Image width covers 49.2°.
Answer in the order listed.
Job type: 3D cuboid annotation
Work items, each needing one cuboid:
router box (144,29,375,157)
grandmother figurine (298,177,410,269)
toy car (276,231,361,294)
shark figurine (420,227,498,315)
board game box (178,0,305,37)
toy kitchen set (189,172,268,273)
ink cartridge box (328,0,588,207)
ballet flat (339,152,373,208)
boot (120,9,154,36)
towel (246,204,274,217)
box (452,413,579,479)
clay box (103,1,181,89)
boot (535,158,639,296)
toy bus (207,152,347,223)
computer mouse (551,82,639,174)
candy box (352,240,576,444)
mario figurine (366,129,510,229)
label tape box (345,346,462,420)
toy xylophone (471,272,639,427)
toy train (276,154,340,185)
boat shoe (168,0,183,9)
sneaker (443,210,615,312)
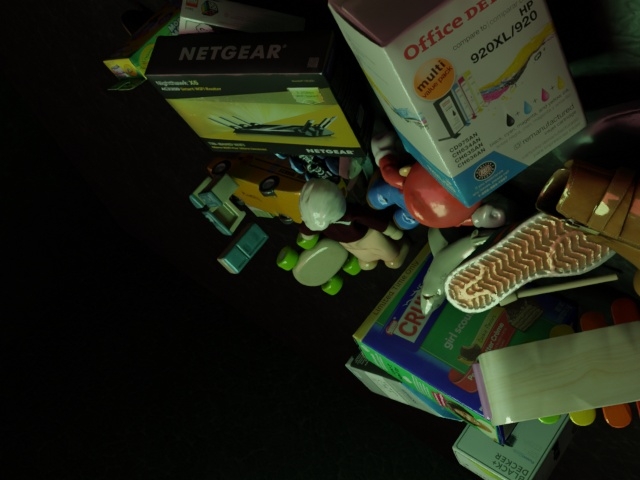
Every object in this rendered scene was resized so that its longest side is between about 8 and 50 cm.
[{"bbox_3d":[-0.091,-0.233,1.147,0.309,0.081,0.243,5,159,23],"label":"router box"},{"bbox_3d":[0.052,-0.029,1.357,0.208,0.104,0.342,-13,156,20],"label":"grandmother figurine"},{"bbox_3d":[0.000,0.000,1.594,0.155,0.188,0.149,30,123,-23],"label":"toy car"},{"bbox_3d":[0.299,0.027,1.241,0.116,0.166,0.278,16,152,-42],"label":"shark figurine"},{"bbox_3d":[-0.152,-0.312,1.218,0.193,0.053,0.305,10,166,-11],"label":"board game box"},{"bbox_3d":[-0.205,-0.034,1.572,0.207,0.122,0.166,46,161,-20],"label":"toy kitchen set"},{"bbox_3d":[0.151,-0.197,0.772,0.232,0.171,0.168,53,-176,-37],"label":"ink cartridge box"},{"bbox_3d":[0.069,-0.126,1.338,0.070,0.070,0.188,25,156,38],"label":"ballet flat"},{"bbox_3d":[-0.330,-0.392,1.480,0.219,0.082,0.106,37,159,3],"label":"boot"},{"bbox_3d":[-0.196,-0.121,1.933,0.152,0.023,0.113,47,163,-25],"label":"towel"},{"bbox_3d":[0.419,0.361,1.411,0.169,0.290,0.087,26,157,38],"label":"box"},{"bbox_3d":[-0.304,-0.363,1.275,0.127,0.222,0.053,14,148,52],"label":"clay box"},{"bbox_3d":[0.365,-0.005,0.837,0.220,0.109,0.283,13,166,7],"label":"boot"},{"bbox_3d":[-0.105,-0.132,1.555,0.333,0.130,0.108,21,155,44],"label":"toy bus"},{"bbox_3d":[0.352,-0.123,0.791,0.188,0.072,0.272,49,160,-25],"label":"computer mouse"},{"bbox_3d":[0.270,0.176,1.313,0.317,0.268,0.122,27,157,33],"label":"candy box"},{"bbox_3d":[0.191,-0.100,1.139,0.198,0.170,0.320,1,178,-13],"label":"mario figurine"},{"bbox_3d":[0.242,0.236,1.529,0.115,0.249,0.348,47,160,-18],"label":"label tape box"},{"bbox_3d":[0.398,0.179,1.099,0.323,0.236,0.081,-6,165,17],"label":"toy xylophone"},{"bbox_3d":[-0.026,-0.180,1.346,0.080,0.105,0.184,-33,125,26],"label":"toy train"},{"bbox_3d":[-0.281,-0.478,1.106,0.340,0.127,0.158,36,159,1],"label":"boat shoe"},{"bbox_3d":[0.322,0.004,1.040,0.302,0.121,0.108,-31,96,38],"label":"sneaker"}]
